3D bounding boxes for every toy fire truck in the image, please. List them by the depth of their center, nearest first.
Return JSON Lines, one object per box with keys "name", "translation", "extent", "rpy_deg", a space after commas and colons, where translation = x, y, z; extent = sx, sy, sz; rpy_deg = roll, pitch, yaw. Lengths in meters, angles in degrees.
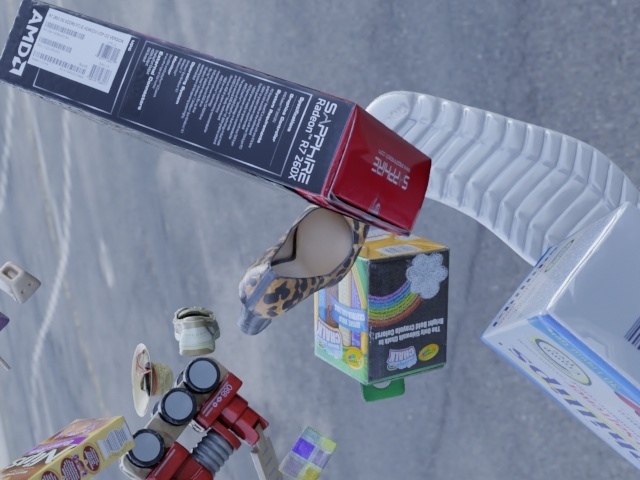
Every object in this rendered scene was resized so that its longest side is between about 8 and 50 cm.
{"name": "toy fire truck", "translation": [-0.167, 0.337, 1.773], "extent": [0.246, 0.217, 0.158], "rpy_deg": [39, 157, -2]}

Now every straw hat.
{"name": "straw hat", "translation": [-0.318, 0.268, 2.181], "extent": [0.144, 0.061, 0.144], "rpy_deg": [-177, 90, -65]}

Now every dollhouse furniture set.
{"name": "dollhouse furniture set", "translation": [-0.264, 0.047, 0.817], "extent": [0.114, 0.091, 0.081], "rpy_deg": [31, 158, 26]}

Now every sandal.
{"name": "sandal", "translation": [0.246, -0.078, 1.464], "extent": [0.169, 0.416, 0.102], "rpy_deg": [-61, 0, 1]}

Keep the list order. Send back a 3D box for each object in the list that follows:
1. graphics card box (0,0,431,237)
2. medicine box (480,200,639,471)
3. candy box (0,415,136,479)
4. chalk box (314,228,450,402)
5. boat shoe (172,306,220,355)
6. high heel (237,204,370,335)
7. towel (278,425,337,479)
{"name": "graphics card box", "translation": [-0.097, -0.116, 1.086], "extent": [0.371, 0.233, 0.094], "rpy_deg": [20, 90, 24]}
{"name": "medicine box", "translation": [0.337, 0.120, 1.184], "extent": [0.263, 0.149, 0.289], "rpy_deg": [40, 170, 3]}
{"name": "candy box", "translation": [-0.352, 0.301, 1.507], "extent": [0.109, 0.186, 0.053], "rpy_deg": [-12, 105, 41]}
{"name": "chalk box", "translation": [0.105, 0.140, 1.995], "extent": [0.179, 0.180, 0.289], "rpy_deg": [24, 118, 55]}
{"name": "boat shoe", "translation": [-0.150, 0.098, 1.346], "extent": [0.153, 0.056, 0.048], "rpy_deg": [-112, 17, -80]}
{"name": "high heel", "translation": [0.000, 0.000, 1.343], "extent": [0.093, 0.261, 0.186], "rpy_deg": [40, 161, 5]}
{"name": "towel", "translation": [-0.019, 0.331, 1.719], "extent": [0.060, 0.083, 0.009], "rpy_deg": [31, 162, 13]}
